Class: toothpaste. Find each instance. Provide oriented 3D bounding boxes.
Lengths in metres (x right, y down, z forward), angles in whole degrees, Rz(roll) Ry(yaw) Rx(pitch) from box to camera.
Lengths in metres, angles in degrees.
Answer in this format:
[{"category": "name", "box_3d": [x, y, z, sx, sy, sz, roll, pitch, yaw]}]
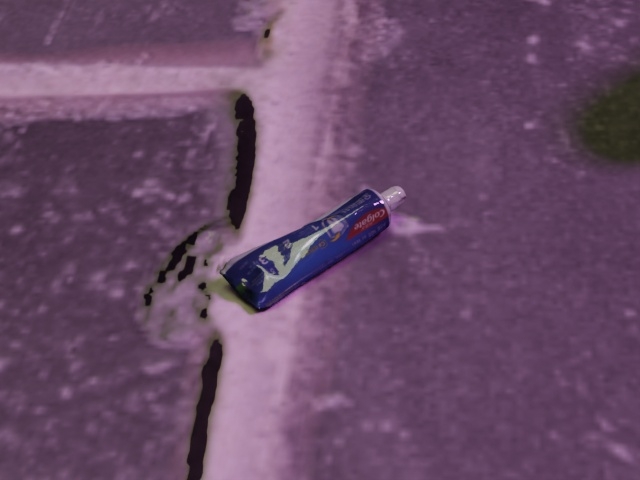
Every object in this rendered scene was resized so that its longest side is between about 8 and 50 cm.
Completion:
[{"category": "toothpaste", "box_3d": [0.000, 0.000, 0.564, 0.083, 0.019, 0.027, -31, 63, -21]}]
